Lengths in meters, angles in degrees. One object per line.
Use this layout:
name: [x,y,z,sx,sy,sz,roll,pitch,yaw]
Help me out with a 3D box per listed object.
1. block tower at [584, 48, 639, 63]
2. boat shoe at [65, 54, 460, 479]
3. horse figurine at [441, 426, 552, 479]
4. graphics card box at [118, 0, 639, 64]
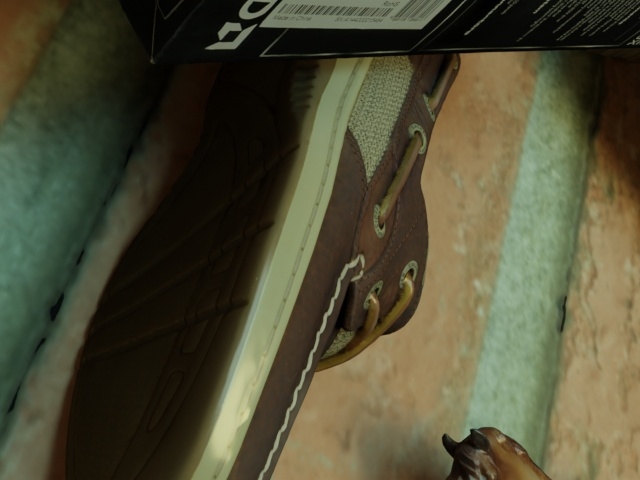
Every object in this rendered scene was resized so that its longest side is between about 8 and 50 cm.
block tower: [0.247,-0.181,0.919,0.335,0.097,0.090,1,71,-44]
boat shoe: [0.000,0.000,0.571,0.123,0.123,0.342,40,41,-23]
horse figurine: [0.148,0.187,0.666,0.263,0.066,0.174,9,71,-40]
graphics card box: [0.034,-0.199,0.593,0.371,0.094,0.232,-10,67,-46]
